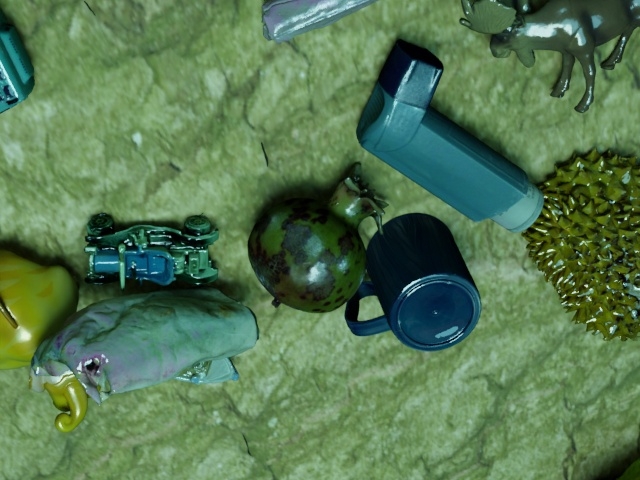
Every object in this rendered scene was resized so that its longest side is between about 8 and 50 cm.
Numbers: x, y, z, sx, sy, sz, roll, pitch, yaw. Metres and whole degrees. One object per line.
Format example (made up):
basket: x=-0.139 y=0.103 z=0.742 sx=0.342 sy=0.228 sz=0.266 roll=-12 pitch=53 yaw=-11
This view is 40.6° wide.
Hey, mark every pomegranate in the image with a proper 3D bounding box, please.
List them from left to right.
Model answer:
pomegranate: x=0.003 y=0.007 z=0.983 sx=0.169 sy=0.148 sz=0.148 roll=-31 pitch=118 yaw=11

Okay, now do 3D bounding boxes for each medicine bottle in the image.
medicine bottle: x=0.152 y=-0.106 z=0.973 sx=0.258 sy=0.079 sz=0.124 roll=33 pitch=109 yaw=-23

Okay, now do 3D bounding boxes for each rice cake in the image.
rice cake: x=0.059 y=-0.271 z=0.885 sx=0.270 sy=0.055 sz=0.049 roll=-23 pitch=114 yaw=8

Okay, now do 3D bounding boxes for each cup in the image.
cup: x=0.110 y=0.062 z=1.026 sx=0.113 sy=0.138 sz=0.150 roll=32 pitch=110 yaw=-22

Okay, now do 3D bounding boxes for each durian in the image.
durian: x=0.354 y=0.011 z=1.040 sx=0.183 sy=0.138 sz=0.249 roll=-30 pitch=112 yaw=19

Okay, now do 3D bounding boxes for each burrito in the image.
burrito: x=-0.195 y=0.106 z=0.960 sx=0.229 sy=0.144 sz=0.089 roll=-14 pitch=112 yaw=-48

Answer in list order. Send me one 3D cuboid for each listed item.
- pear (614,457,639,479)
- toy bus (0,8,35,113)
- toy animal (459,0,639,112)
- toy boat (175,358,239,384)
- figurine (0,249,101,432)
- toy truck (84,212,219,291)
pear: x=0.506 y=0.475 z=1.194 sx=0.391 sy=0.391 sz=0.390 roll=-3 pitch=119 yaw=-6
toy bus: x=-0.350 y=-0.199 z=0.857 sx=0.092 sy=0.079 sz=0.160 roll=-18 pitch=118 yaw=2
toy animal: x=0.256 y=-0.233 z=0.921 sx=0.214 sy=0.093 sz=0.186 roll=-26 pitch=123 yaw=-1
toy boat: x=-0.184 y=0.143 z=1.076 sx=0.173 sy=0.058 sz=0.069 roll=17 pitch=115 yaw=-16
figurine: x=-0.335 y=0.113 z=1.013 sx=0.156 sy=0.131 sz=0.246 roll=-34 pitch=133 yaw=-11
toy truck: x=-0.195 y=0.021 z=0.998 sx=0.154 sy=0.078 sz=0.080 roll=0 pitch=120 yaw=-8
